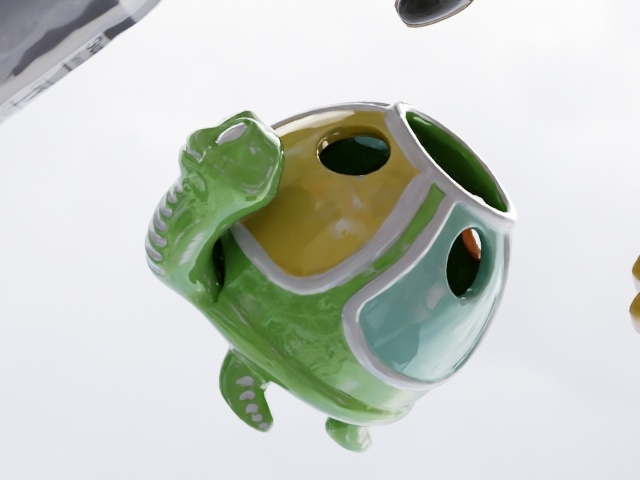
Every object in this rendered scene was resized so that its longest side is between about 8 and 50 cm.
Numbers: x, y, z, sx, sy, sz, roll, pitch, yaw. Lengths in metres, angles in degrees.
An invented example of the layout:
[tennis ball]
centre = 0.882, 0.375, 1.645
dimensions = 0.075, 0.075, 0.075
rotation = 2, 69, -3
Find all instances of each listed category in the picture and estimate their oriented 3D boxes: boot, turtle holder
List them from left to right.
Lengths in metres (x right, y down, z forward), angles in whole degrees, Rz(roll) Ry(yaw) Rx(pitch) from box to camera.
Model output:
[turtle holder]
centre = 0.003, -0.007, 1.256
dimensions = 0.320, 0.227, 0.243
rotation = 39, -159, -23
[boot]
centre = 0.158, -0.294, 1.788
dimensions = 0.077, 0.198, 0.137
rotation = 52, -160, -7

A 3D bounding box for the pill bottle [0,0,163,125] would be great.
[pill bottle]
centre = -0.199, -0.143, 0.758
dimensions = 0.361, 0.204, 0.204
rotation = -37, -103, 0

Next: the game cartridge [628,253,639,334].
[game cartridge]
centre = 0.402, 0.010, 1.068
dimensions = 0.324, 0.052, 0.285
rotation = 31, -103, 31
